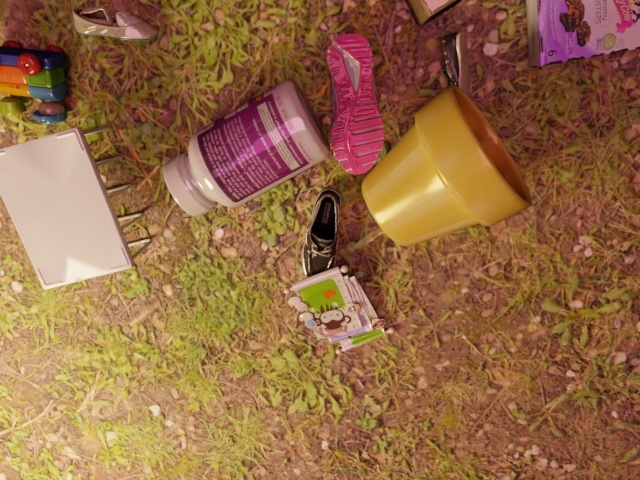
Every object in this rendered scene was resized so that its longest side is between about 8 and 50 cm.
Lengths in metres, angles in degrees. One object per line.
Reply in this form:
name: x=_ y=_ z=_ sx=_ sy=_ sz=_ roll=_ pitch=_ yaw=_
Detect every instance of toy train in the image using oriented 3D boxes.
toy train: x=-0.638 y=-0.321 z=1.021 sx=0.247 sy=0.105 sz=0.144 roll=7 pitch=121 yaw=2

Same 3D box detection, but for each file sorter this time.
file sorter: x=-0.489 y=-0.077 z=1.038 sx=0.192 sy=0.173 sz=0.278 roll=-13 pitch=106 yaw=7

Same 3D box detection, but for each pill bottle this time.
pill bottle: x=-0.146 y=-0.168 z=0.986 sx=0.301 sy=0.169 sz=0.169 roll=-27 pitch=103 yaw=11

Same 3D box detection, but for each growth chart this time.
growth chart: x=0.039 y=0.159 z=1.129 sx=0.171 sy=0.021 sz=0.237 roll=-29 pitch=116 yaw=13

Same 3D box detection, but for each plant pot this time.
plant pot: x=0.217 y=-0.114 z=0.948 sx=0.239 sy=0.254 sz=0.254 roll=-33 pitch=102 yaw=28

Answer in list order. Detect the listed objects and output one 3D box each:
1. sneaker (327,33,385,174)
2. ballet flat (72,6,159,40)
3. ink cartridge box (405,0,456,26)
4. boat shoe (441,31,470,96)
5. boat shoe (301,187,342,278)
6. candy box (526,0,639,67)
sneaker: x=0.070 y=-0.255 z=0.970 sx=0.102 sy=0.111 sz=0.253 roll=-1 pitch=104 yaw=7
ballet flat: x=-0.401 y=-0.421 z=0.982 sx=0.168 sy=0.057 sz=0.052 roll=5 pitch=136 yaw=3
ink cartridge box: x=0.158 y=-0.495 z=0.849 sx=0.088 sy=0.193 sz=0.235 roll=-27 pitch=104 yaw=12
boat shoe: x=0.260 y=-0.329 z=0.974 sx=0.041 sy=0.049 sz=0.133 roll=6 pitch=121 yaw=37
boat shoe: x=0.000 y=0.000 z=1.077 sx=0.077 sy=0.070 sz=0.220 roll=7 pitch=107 yaw=2
candy box: x=0.481 y=-0.415 z=0.913 sx=0.196 sy=0.070 sz=0.165 roll=-8 pitch=106 yaw=7
